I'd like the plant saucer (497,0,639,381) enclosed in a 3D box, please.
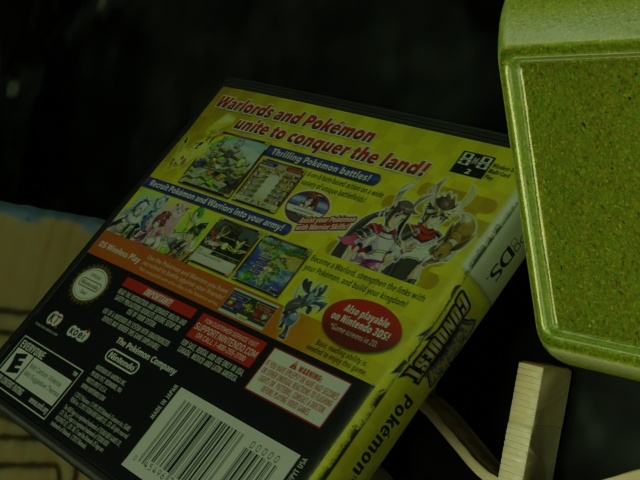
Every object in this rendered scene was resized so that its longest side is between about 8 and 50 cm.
[{"bbox_3d":[0.138,-0.017,0.475,0.188,0.045,0.189,9,113,55],"label":"plant saucer"}]

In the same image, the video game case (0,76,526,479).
[{"bbox_3d":[-0.039,0.028,0.647,0.274,0.035,0.248,19,67,48],"label":"video game case"}]

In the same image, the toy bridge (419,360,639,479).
[{"bbox_3d":[0.100,0.089,0.577,0.188,0.026,0.063,9,90,47],"label":"toy bridge"}]

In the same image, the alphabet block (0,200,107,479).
[{"bbox_3d":[-0.251,0.082,0.829,0.192,0.193,0.197,-10,75,47],"label":"alphabet block"}]

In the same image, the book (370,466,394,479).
[{"bbox_3d":[-0.027,0.181,0.640,0.035,0.096,0.144,47,115,40],"label":"book"}]
